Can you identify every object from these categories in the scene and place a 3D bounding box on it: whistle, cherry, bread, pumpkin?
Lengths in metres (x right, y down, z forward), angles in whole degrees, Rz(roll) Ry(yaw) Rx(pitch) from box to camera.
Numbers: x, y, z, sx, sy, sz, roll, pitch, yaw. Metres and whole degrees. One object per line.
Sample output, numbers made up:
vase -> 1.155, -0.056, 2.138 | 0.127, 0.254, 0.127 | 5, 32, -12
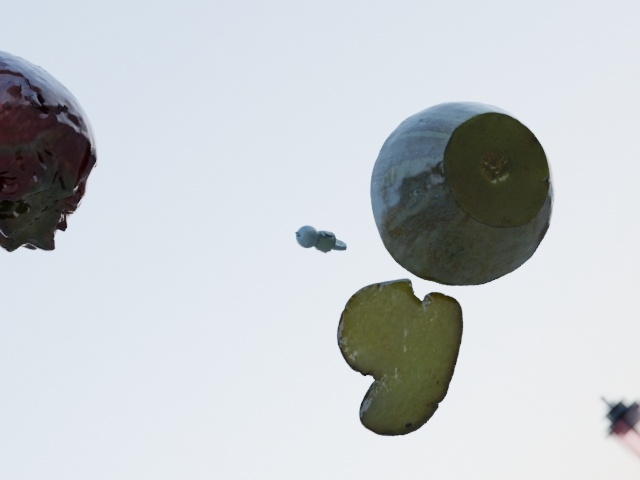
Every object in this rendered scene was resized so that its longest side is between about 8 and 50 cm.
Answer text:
whistle -> 0.000, 0.000, 2.369 | 0.100, 0.035, 0.035 | 15, -59, -41
cherry -> -0.327, -0.101, 1.546 | 0.175, 0.250, 0.192 | -55, -33, 0
bread -> 0.088, 0.137, 1.913 | 0.065, 0.149, 0.187 | -14, -59, -81
pumpkin -> 0.170, -0.061, 1.808 | 0.217, 0.217, 0.110 | -39, -3, -12
